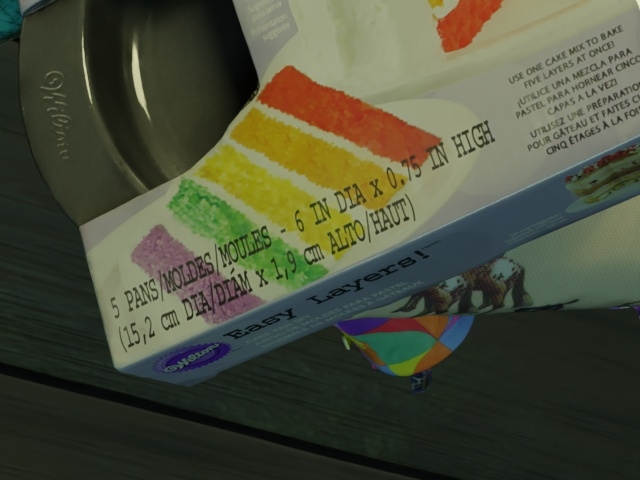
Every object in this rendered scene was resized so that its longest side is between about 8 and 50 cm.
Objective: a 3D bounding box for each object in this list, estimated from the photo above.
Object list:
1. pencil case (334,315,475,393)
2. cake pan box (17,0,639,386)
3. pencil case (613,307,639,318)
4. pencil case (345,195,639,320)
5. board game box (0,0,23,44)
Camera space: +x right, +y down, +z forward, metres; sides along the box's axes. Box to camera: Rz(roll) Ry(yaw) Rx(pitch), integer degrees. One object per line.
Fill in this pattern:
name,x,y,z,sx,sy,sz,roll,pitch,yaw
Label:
pencil case,0.000,0.000,0.910,0.104,0.104,0.236,-32,128,25
cake pan box,-0.003,-0.095,0.620,0.267,0.246,0.070,-24,158,20
pencil case,0.132,-0.024,0.902,0.206,0.088,0.086,26,138,-26
pencil case,0.182,-0.056,0.778,0.410,0.160,0.183,-1,99,-20
board game box,-0.233,-0.154,0.756,0.126,0.026,0.186,-20,147,15
